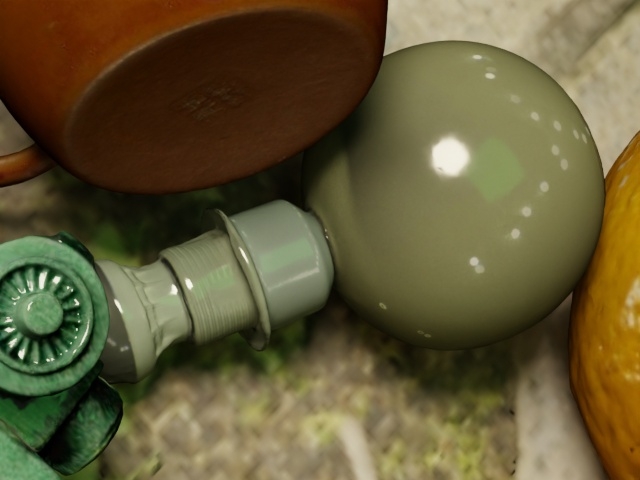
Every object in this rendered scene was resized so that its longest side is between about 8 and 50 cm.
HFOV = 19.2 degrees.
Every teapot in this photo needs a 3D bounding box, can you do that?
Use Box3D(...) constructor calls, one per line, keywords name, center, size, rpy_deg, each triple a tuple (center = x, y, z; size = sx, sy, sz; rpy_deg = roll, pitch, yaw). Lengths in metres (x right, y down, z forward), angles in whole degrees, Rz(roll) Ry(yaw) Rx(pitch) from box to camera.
Box3D(name="teapot", center=(-0.046, -0.077, 0.501), size=(0.116, 0.173, 0.116), rpy_deg=(49, 22, -28))

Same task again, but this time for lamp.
Box3D(name="lamp", center=(0.000, 0.000, 0.544), size=(0.163, 0.091, 0.091), rpy_deg=(-19, 83, -18))

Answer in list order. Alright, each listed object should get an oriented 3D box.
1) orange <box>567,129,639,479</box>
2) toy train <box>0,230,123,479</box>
Box3D(name="orange", center=(0.164, 0.026, 0.584), size=(0.178, 0.155, 0.177), rpy_deg=(3, 82, -20))
Box3D(name="toy train", center=(-0.132, 0.017, 0.463), size=(0.170, 0.071, 0.111), rpy_deg=(40, 74, -14))
